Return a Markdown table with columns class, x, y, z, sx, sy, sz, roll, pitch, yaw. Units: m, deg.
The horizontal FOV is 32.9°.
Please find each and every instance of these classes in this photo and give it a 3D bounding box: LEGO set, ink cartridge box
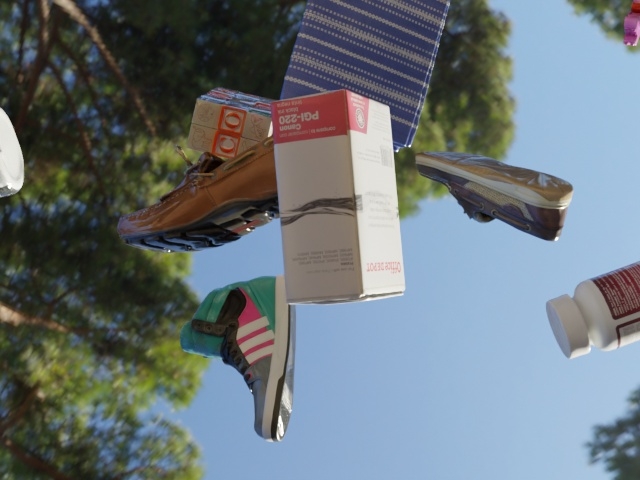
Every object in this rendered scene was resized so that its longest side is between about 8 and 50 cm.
| class | x | y | z | sx | sy | sz | roll | pitch | yaw |
| --- | --- | --- | --- | --- | --- | --- | --- | --- | --- |
| LEGO set | 0.466 | -0.346 | 1.520 | 0.087 | 0.227 | 0.093 | 13 | -113 | 27 |
| ink cartridge box | 0.022 | -0.042 | 1.175 | 0.158 | 0.092 | 0.217 | 1 | -98 | -69 |

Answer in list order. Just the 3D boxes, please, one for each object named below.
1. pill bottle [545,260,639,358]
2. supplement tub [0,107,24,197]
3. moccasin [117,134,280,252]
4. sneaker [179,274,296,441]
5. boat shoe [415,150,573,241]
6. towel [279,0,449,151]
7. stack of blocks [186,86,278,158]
| class | x | y | z | sx | sy | sz | roll | pitch | yaw |
| --- | --- | --- | --- | --- | --- | --- | --- | --- | --- |
| pill bottle | 0.485 | 0.106 | 1.744 | 0.221 | 0.121 | 0.121 | -19 | -115 | -1 |
| supplement tub | -0.470 | -0.091 | 1.317 | 0.191 | 0.117 | 0.117 | -14 | -119 | 2 |
| moccasin | -0.156 | -0.082 | 1.686 | 0.139 | 0.380 | 0.146 | 14 | -122 | -56 |
| sneaker | -0.134 | 0.182 | 1.717 | 0.179 | 0.123 | 0.295 | -2 | -129 | 5 |
| boat shoe | 0.243 | -0.069 | 1.589 | 0.103 | 0.092 | 0.285 | -9 | -159 | -40 |
| towel | 0.082 | -0.338 | 1.782 | 0.243 | 0.040 | 0.335 | 18 | -95 | -21 |
| stack of blocks | -0.123 | -0.200 | 1.900 | 0.171 | 0.087 | 0.297 | 14 | -168 | -1 |
